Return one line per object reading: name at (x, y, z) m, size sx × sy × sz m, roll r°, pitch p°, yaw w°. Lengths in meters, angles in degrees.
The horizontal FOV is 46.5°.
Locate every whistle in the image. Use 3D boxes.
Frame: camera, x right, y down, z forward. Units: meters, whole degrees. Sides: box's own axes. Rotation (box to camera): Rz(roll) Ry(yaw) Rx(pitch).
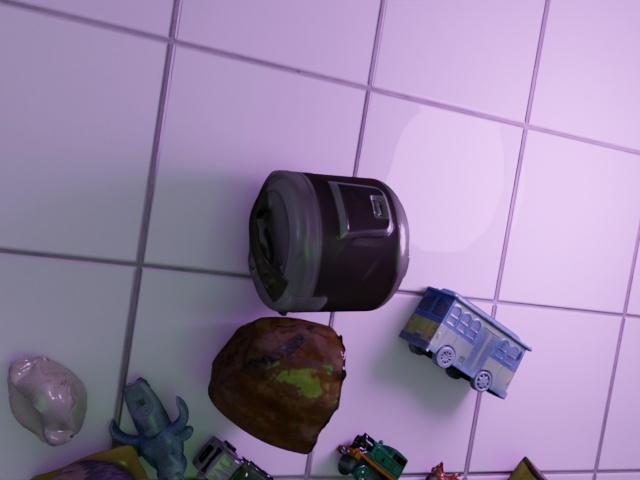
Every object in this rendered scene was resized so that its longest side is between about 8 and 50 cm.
whistle at (-0.368, 0.435, 1.676) m, size 0.180 × 0.093 × 0.269 m, roll -22°, pitch 106°, yaw 5°

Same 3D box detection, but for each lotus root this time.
lotus root at (-0.101, 0.278, 1.669) m, size 0.250 × 0.316 × 0.316 m, roll 23°, pitch 87°, yaw -20°

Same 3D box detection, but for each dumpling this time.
dumpling at (-0.570, 0.328, 1.570) m, size 0.155 × 0.111 × 0.181 m, roll -25°, pitch 117°, yaw -52°

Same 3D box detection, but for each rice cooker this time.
rice cooker at (0.000, 0.000, 1.668) m, size 0.325 × 0.335 × 0.335 m, roll 3°, pitch 96°, yaw -24°

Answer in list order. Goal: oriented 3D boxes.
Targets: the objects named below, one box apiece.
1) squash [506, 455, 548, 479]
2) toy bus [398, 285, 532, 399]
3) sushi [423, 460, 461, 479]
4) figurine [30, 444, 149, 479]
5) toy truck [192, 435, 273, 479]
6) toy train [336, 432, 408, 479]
squash at (0.567, 0.822, 2.087) m, size 0.309 × 0.310 × 0.310 m, roll -41°, pitch 112°, yaw 4°
toy bus at (0.385, 0.273, 1.970) m, size 0.312 × 0.152 × 0.190 m, roll 34°, pitch 82°, yaw -24°
sushi at (0.288, 0.770, 2.011) m, size 0.124 × 0.130 × 0.332 m, roll 33°, pitch 88°, yaw -30°
figurine at (-0.433, 0.652, 1.506) m, size 0.266 × 0.377 × 0.361 m, roll -33°, pitch 112°, yaw -3°
toy truck at (-0.183, 0.574, 1.762) m, size 0.242 × 0.125 × 0.101 m, roll 44°, pitch 79°, yaw -22°
toy train at (0.137, 0.579, 1.932) m, size 0.227 × 0.091 × 0.136 m, roll 46°, pitch 67°, yaw -21°
